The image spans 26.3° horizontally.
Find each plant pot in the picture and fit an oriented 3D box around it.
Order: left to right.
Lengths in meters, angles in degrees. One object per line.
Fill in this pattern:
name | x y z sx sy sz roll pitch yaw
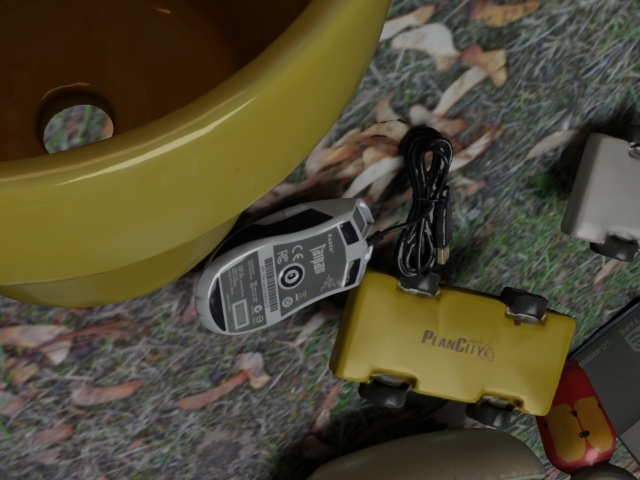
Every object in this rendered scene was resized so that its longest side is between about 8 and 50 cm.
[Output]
plant pot | -0.100 -0.086 0.499 0.254 0.254 0.239 -29 163 -13

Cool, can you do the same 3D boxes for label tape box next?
label tape box | 0.408 0.241 1.322 0.115 0.347 0.249 -43 149 10

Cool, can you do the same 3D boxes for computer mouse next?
computer mouse | 0.000 0.000 0.884 0.193 0.042 0.106 -20 129 -22

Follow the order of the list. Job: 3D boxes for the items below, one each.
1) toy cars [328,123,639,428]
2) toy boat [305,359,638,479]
toy cars | 0.173 0.020 1.040 0.394 0.087 0.176 -29 112 -15
toy boat | 0.125 0.222 1.142 0.267 0.148 0.318 -2 156 -44
